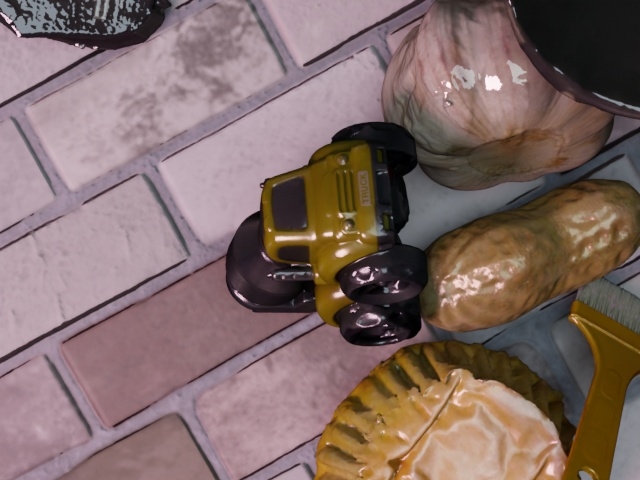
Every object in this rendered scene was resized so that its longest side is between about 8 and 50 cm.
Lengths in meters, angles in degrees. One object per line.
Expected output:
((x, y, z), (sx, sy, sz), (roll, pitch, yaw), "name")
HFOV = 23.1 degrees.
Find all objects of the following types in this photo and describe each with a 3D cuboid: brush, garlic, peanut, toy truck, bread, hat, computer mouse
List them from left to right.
((-0.218, -0.217, 1.368), (0.172, 0.057, 0.099), (9, 89, -16), "computer mouse")
((0.000, 0.000, 1.301), (0.165, 0.224, 0.147), (-4, 72, -2), "toy truck")
((0.113, 0.205, 1.361), (0.240, 0.139, 0.240), (0, 94, -1), "bread")
((0.147, -0.164, 1.342), (0.219, 0.218, 0.212), (-8, 63, -4), "garlic")
((0.186, 0.012, 1.376), (0.226, 0.108, 0.095), (-22, 88, -5), "peanut")
((0.244, 0.132, 1.336), (0.103, 0.272, 0.013), (30, 134, -4), "brush")
((0.256, -0.268, 1.277), (0.366, 0.257, 0.381), (25, 82, -6), "hat")
